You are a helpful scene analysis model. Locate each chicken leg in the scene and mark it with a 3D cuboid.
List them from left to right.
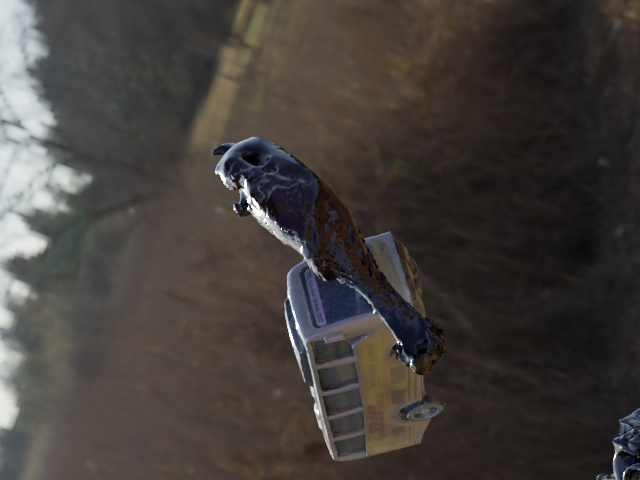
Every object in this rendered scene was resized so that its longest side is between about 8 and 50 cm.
[{"bbox_3d":[0.000,0.000,1.182,0.051,0.253,0.106,-38,-35,-10],"label":"chicken leg"}]

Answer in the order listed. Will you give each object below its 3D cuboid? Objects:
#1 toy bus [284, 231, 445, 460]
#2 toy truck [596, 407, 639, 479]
[{"bbox_3d":[0.046,0.114,1.666,0.342,0.138,0.097,77,178,-61],"label":"toy bus"},{"bbox_3d":[0.301,0.253,1.407,0.127,0.127,0.257,25,131,52],"label":"toy truck"}]
